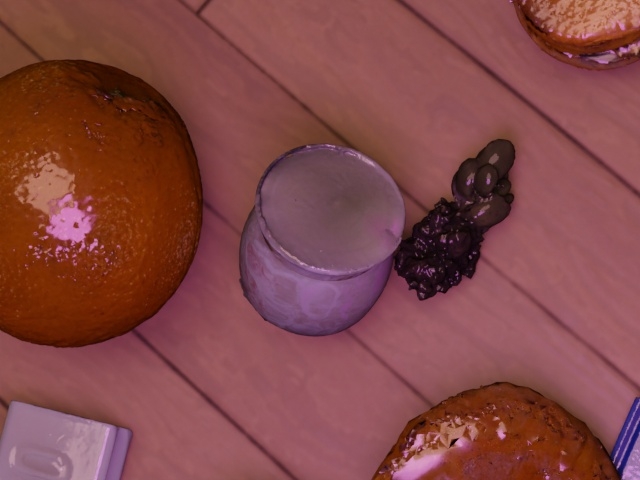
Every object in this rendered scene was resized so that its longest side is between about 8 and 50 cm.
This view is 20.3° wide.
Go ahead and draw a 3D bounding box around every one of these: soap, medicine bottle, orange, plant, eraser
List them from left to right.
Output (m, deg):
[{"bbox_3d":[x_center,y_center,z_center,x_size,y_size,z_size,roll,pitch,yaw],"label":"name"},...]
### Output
[{"bbox_3d":[-0.270,0.267,1.768,0.119,0.066,0.198,12,84,16],"label":"soap"},{"bbox_3d":[-0.241,-0.036,1.709,0.274,0.274,0.274,-2,81,12],"label":"orange"},{"bbox_3d":[0.000,0.000,1.689,0.147,0.143,0.147,5,58,-9],"label":"medicine bottle"},{"bbox_3d":[0.136,-0.019,1.724,0.087,0.085,0.174,35,84,-9],"label":"plant"},{"bbox_3d":[0.308,0.196,1.672,0.063,0.027,0.085,22,87,17],"label":"eraser"}]

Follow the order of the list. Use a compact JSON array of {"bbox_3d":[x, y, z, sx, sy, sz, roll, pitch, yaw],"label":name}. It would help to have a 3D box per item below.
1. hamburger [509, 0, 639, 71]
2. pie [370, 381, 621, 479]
[{"bbox_3d":[0.274,-0.254,1.706,0.191,0.118,0.182,2,85,16],"label":"hamburger"},{"bbox_3d":[0.157,0.266,1.639,0.273,0.069,0.273,0,96,-4],"label":"pie"}]
